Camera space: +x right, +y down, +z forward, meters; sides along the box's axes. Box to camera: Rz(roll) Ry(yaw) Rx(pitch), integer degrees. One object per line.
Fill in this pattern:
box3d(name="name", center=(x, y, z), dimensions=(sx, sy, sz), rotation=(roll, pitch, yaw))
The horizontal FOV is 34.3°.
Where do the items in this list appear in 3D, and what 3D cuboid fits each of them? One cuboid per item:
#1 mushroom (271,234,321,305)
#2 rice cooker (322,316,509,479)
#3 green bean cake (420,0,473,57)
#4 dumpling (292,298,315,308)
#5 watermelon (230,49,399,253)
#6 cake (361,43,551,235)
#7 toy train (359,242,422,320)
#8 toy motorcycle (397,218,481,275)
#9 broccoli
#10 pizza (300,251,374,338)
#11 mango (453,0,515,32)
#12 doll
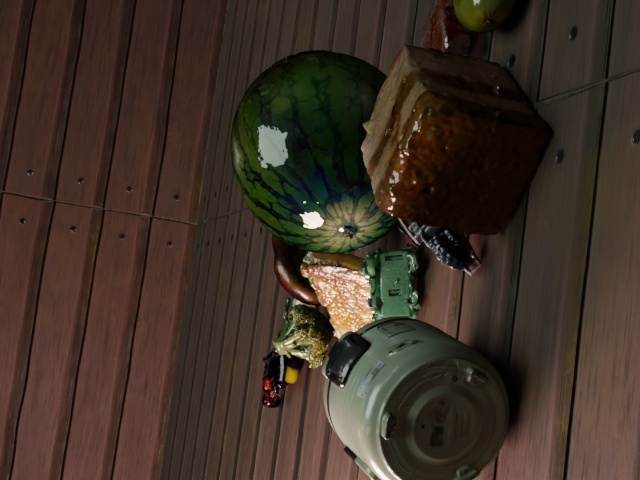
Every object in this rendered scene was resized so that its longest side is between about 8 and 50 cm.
box3d(name="mushroom", center=(0.000, 0.000, 2.101), dimensions=(0.217, 0.148, 0.227), rotation=(-51, 36, 29))
box3d(name="rice cooker", center=(0.121, 0.221, 1.414), dimensions=(0.244, 0.226, 0.226), rotation=(-146, 67, -70))
box3d(name="green bean cake", center=(0.205, -0.322, 1.681), dimensions=(0.135, 0.056, 0.135), rotation=(112, 159, -58))
box3d(name="dumpling", center=(-0.038, 0.134, 2.224), dimensions=(0.057, 0.052, 0.076), rotation=(-4, 88, 61))
box3d(name="watermelon", center=(0.015, -0.146, 1.755), dimensions=(0.363, 0.363, 0.363), rotation=(-171, 90, -72))
box3d(name="cake", center=(0.175, -0.167, 1.496), dimensions=(0.293, 0.199, 0.196), rotation=(-103, 25, -52))
box3d(name="toy train", center=(0.122, 0.069, 1.722), dimensions=(0.081, 0.099, 0.149), rotation=(52, -149, -67))
box3d(name="toy motorcycle", center=(0.181, -0.026, 1.567), dimensions=(0.084, 0.118, 0.212), rotation=(-51, 42, 22))
box3d(name="broccoli", center=(-0.036, 0.190, 2.086), dimensions=(0.130, 0.120, 0.131), rotation=(51, 164, 47))
box3d(name="pizza", center=(0.057, 0.094, 1.850), dimensions=(0.147, 0.226, 0.069), rotation=(-3, 44, 30))
box3d(name="mango", center=(0.248, -0.382, 1.569), dimensions=(0.191, 0.086, 0.122), rotation=(-90, 7, -61))
box3d(name="doll", center=(-0.084, 0.278, 2.264), dimensions=(0.248, 0.088, 0.127), rotation=(108, 142, -53))
